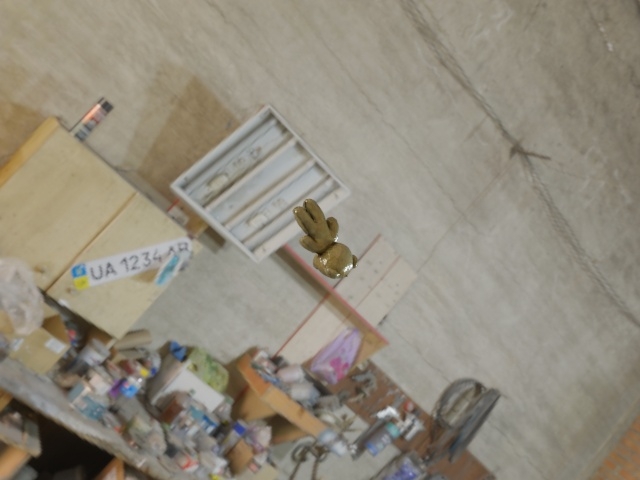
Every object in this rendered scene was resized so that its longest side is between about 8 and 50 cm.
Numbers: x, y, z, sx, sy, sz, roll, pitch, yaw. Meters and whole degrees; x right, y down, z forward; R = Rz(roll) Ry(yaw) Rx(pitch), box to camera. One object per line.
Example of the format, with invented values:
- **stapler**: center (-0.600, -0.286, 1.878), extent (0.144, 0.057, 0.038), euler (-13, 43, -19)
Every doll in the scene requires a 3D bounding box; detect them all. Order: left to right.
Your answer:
- **doll**: center (0.006, -0.002, 0.729), extent (0.051, 0.061, 0.093), euler (4, -61, 40)
